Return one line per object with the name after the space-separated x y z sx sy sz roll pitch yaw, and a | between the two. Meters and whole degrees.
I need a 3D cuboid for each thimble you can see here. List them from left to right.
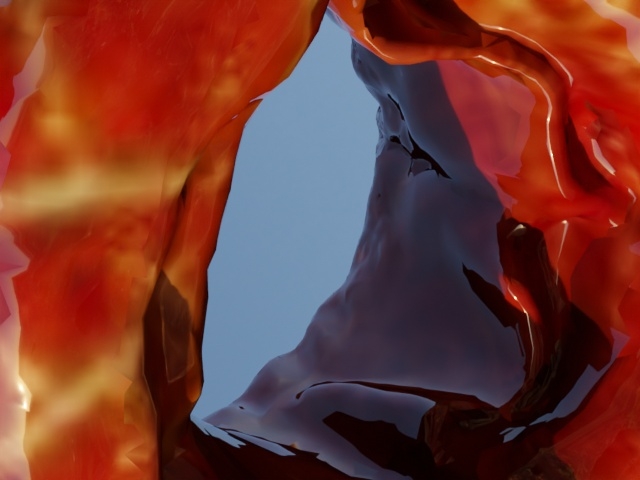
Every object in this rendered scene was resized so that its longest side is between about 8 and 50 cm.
0.000 0.000 0.461 0.350 0.230 0.350 -11 -70 -31 | thimble
